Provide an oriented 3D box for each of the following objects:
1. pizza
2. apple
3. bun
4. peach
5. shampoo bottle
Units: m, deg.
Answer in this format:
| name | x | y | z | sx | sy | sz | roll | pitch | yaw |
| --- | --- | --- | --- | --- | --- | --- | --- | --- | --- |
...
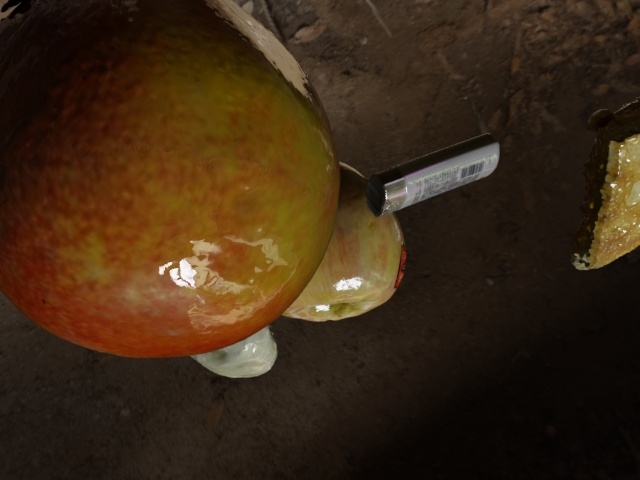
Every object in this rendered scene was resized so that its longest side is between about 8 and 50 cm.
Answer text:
| name | x | y | z | sx | sy | sz | roll | pitch | yaw |
| --- | --- | --- | --- | --- | --- | --- | --- | --- | --- |
| pizza | 0.453 | -0.095 | 1.021 | 0.258 | 0.087 | 0.268 | -20 | 136 | -11 |
| apple | 0.000 | 0.000 | 1.789 | 0.392 | 0.391 | 0.346 | -7 | 74 | -14 |
| bun | -0.145 | 0.094 | 1.080 | 0.133 | 0.231 | 0.231 | -20 | 96 | -4 |
| peach | -0.097 | -0.044 | 0.457 | 0.231 | 0.231 | 0.230 | 0 | 92 | -14 |
| shampoo bottle | 0.183 | -0.107 | 1.258 | 0.228 | 0.086 | 0.056 | -21 | 58 | -21 |
